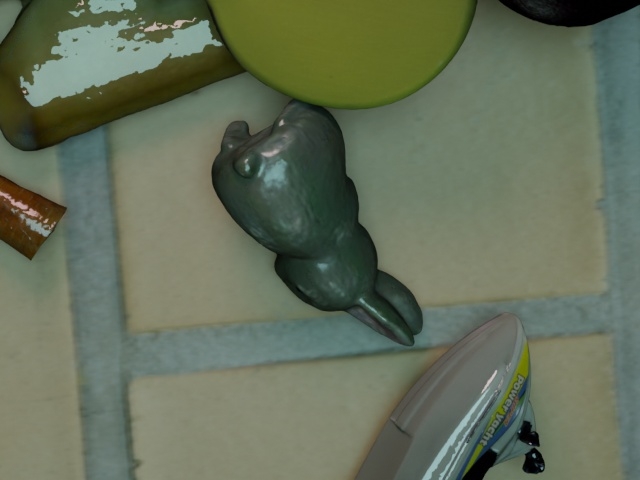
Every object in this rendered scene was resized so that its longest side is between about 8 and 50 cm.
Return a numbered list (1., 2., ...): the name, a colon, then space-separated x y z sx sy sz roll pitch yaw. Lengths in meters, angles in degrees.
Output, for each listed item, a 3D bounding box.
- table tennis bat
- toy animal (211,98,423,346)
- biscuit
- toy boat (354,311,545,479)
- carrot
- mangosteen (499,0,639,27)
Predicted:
1. table tennis bat: -0.048 -0.232 1.617 0.368 0.054 0.224 11 113 8
2. toy animal: -0.003 0.002 1.702 0.127 0.125 0.251 -41 113 -28
3. biscuit: -0.181 -0.229 1.701 0.290 0.062 0.237 -19 93 -5
4. toy boat: 0.118 0.198 1.709 0.141 0.141 0.269 43 87 -5
5. carrot: -0.336 -0.058 1.703 0.224 0.057 0.057 29 90 -2
6. mangosteen: 0.195 -0.318 1.639 0.287 0.233 0.288 0 91 -4
